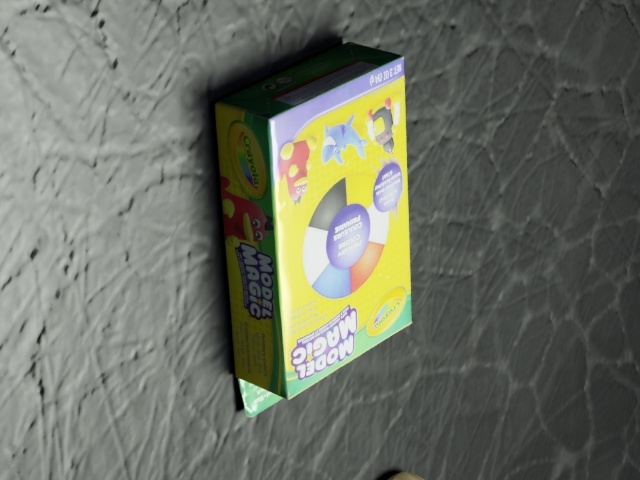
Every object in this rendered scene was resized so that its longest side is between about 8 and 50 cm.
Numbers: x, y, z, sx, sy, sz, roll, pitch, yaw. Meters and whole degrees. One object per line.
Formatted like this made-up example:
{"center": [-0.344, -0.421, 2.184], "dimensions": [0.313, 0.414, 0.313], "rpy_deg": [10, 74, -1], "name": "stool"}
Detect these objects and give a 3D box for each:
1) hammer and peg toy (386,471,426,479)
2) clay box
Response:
{"center": [0.006, 0.338, 1.281], "dimensions": [0.361, 0.127, 0.266], "rpy_deg": [-35, 130, -38], "name": "hammer and peg toy"}
{"center": [0.000, 0.000, 1.193], "dimensions": [0.127, 0.053, 0.222], "rpy_deg": [-29, 125, -41], "name": "clay box"}
